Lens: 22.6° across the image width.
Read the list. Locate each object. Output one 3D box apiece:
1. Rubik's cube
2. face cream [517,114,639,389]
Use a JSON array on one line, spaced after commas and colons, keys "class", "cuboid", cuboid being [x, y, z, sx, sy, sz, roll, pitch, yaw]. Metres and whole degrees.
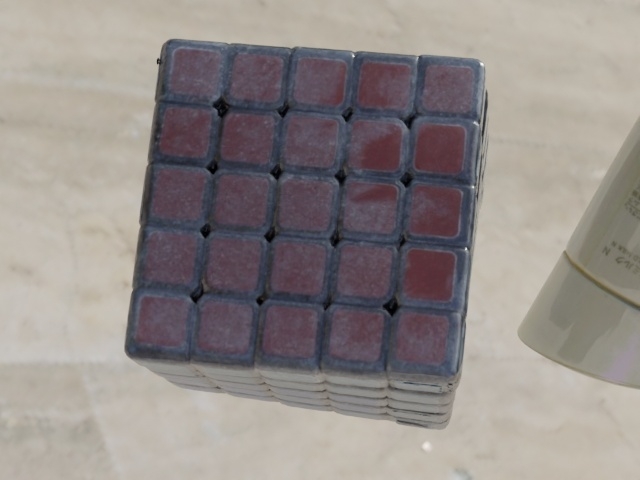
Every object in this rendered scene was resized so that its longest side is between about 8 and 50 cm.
[{"class": "Rubik's cube", "cuboid": [0.000, 0.000, 1.190, 0.237, 0.237, 0.238, 7, 79, 7]}, {"class": "face cream", "cuboid": [0.311, -0.021, 1.293, 0.173, 0.349, 0.081, 25, 28, -1]}]
